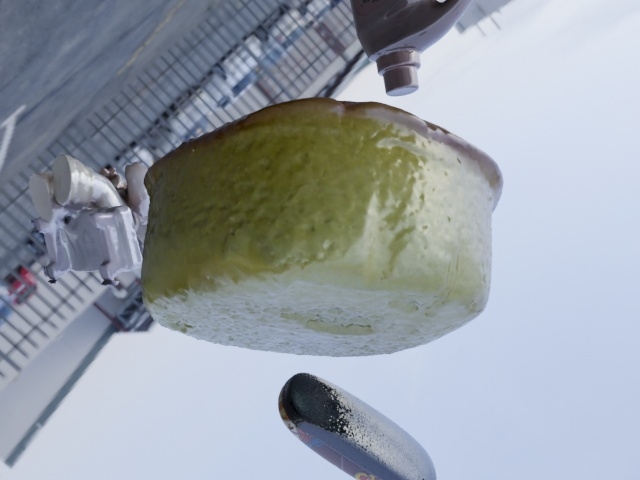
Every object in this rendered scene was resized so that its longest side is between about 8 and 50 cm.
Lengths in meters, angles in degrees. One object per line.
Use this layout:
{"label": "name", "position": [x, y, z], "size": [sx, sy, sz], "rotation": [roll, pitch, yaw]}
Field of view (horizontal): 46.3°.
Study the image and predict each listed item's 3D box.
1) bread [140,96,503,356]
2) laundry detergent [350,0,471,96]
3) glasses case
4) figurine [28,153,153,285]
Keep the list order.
{"label": "bread", "position": [0.000, 0.000, 0.560], "size": [0.270, 0.270, 0.148], "rotation": [-26, -124, 53]}
{"label": "laundry detergent", "position": [0.114, -0.301, 0.884], "size": [0.171, 0.237, 0.076], "rotation": [-11, 175, 33]}
{"label": "glasses case", "position": [0.066, 0.338, 1.278], "size": [0.082, 0.321, 0.122], "rotation": [-47, -166, 29]}
{"label": "figurine", "position": [-0.176, -0.029, 0.834], "size": [0.182, 0.144, 0.257], "rotation": [-28, 172, 40]}
